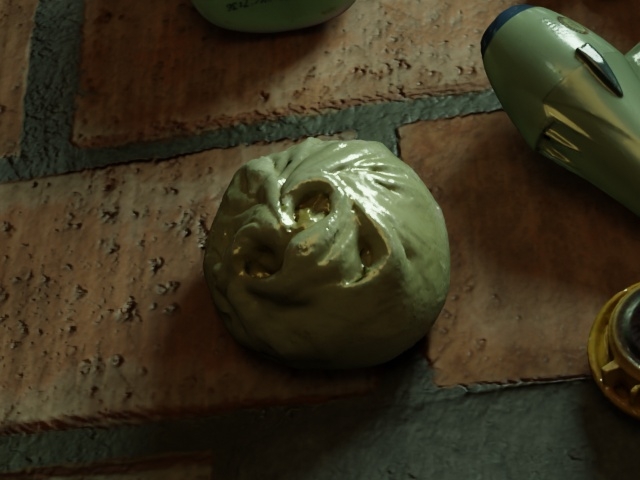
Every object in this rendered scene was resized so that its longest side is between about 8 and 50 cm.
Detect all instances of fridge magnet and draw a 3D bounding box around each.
[{"bbox_3d":[0.283,0.083,1.240,0.143,0.063,0.143,-8,51,10],"label":"fridge magnet"}]

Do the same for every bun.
[{"bbox_3d":[0.000,0.000,1.321,0.231,0.133,0.231,-6,55,8],"label":"bun"}]

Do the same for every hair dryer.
[{"bbox_3d":[0.318,-0.103,1.368,0.298,0.119,0.295,-11,57,-13],"label":"hair dryer"}]

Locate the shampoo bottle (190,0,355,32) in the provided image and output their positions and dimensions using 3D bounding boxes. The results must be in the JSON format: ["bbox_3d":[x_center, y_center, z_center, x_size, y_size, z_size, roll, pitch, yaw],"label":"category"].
[{"bbox_3d":[-0.049,-0.382,1.611,0.222,0.151,0.349,-7,51,9],"label":"shampoo bottle"}]
